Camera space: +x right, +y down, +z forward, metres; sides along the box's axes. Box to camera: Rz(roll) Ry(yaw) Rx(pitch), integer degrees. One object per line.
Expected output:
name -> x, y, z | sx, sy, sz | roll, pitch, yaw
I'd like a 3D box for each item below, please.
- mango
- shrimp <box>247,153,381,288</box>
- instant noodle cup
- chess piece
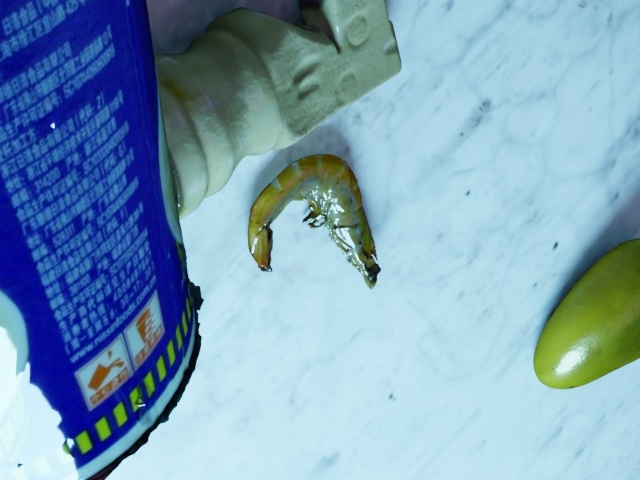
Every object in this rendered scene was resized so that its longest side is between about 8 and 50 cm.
mango -> 0.249, 0.068, 0.870 | 0.161, 0.076, 0.103 | -43, 138, 2
shrimp -> 0.000, 0.000, 0.686 | 0.091, 0.025, 0.127 | -42, 126, -10
instant noodle cup -> -0.175, -0.050, 0.396 | 0.284, 0.284, 0.312 | -29, 135, -20
chess piece -> -0.033, -0.095, 0.587 | 0.200, 0.090, 0.090 | -34, 130, -30
